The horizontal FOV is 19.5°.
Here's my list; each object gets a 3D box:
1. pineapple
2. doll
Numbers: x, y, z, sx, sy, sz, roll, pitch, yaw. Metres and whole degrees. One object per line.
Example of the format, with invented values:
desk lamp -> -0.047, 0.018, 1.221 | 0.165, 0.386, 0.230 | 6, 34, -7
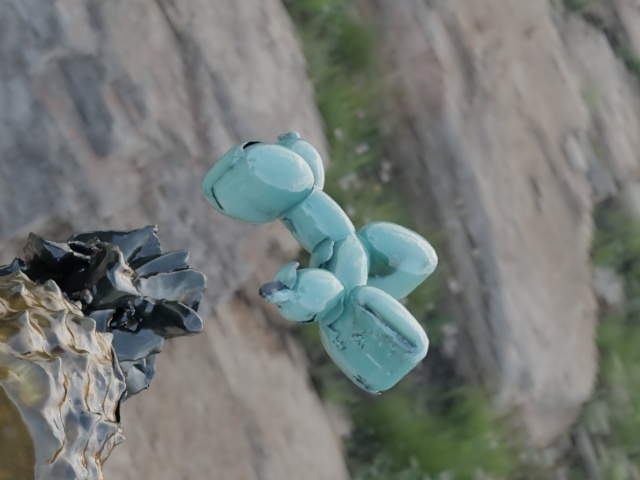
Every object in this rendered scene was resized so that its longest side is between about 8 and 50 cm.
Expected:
pineapple -> -0.115, 0.052, 0.777 | 0.237, 0.119, 0.111 | -47, 118, -71
doll -> 0.000, 0.000, 1.129 | 0.158, 0.059, 0.159 | 34, 34, -23
